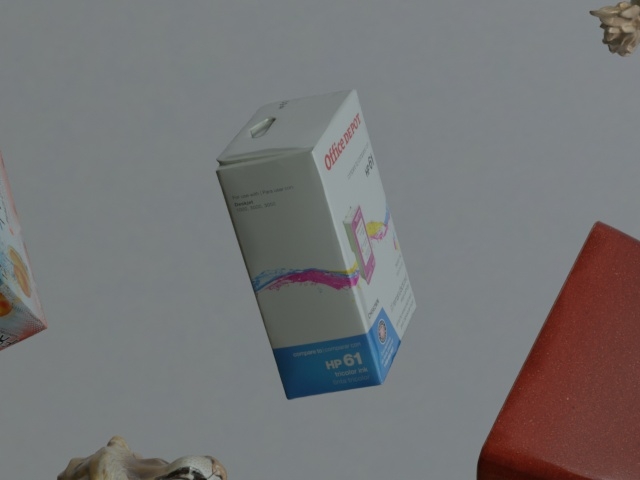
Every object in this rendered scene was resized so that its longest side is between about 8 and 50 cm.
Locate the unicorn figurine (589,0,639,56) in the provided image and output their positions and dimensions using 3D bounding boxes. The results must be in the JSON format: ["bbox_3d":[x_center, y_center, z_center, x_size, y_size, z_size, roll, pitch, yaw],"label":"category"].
[{"bbox_3d":[0.212,-0.139,0.979,0.111,0.162,0.060,62,12,-63],"label":"unicorn figurine"}]

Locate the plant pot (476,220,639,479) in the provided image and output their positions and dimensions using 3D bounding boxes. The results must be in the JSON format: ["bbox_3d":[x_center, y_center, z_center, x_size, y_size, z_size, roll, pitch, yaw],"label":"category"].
[{"bbox_3d":[0.290,0.191,1.618,0.236,0.267,0.267,19,-35,19],"label":"plant pot"}]

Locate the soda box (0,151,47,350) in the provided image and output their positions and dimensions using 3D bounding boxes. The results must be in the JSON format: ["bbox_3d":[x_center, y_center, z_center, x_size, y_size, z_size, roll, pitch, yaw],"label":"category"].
[{"bbox_3d":[-0.209,-0.022,1.077,0.063,0.058,0.183,58,9,-55],"label":"soda box"}]

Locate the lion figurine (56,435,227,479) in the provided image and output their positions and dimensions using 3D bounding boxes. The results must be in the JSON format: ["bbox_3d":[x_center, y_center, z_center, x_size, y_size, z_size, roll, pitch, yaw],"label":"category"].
[{"bbox_3d":[-0.094,0.325,1.167,0.240,0.142,0.392,-81,159,-82],"label":"lion figurine"}]

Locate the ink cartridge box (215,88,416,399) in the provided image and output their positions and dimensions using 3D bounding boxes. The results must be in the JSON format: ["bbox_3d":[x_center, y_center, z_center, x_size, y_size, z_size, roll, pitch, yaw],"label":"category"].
[{"bbox_3d":[0.000,0.000,0.914,0.052,0.088,0.122,-11,-69,19],"label":"ink cartridge box"}]
